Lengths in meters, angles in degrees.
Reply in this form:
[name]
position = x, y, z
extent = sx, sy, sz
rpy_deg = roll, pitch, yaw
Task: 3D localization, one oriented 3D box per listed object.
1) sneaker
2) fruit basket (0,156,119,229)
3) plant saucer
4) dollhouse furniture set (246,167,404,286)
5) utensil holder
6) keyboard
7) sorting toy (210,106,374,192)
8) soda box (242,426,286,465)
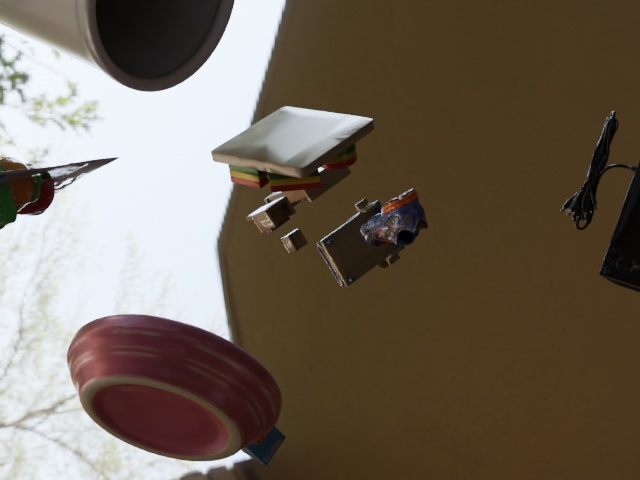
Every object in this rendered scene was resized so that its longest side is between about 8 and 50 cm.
[sneaker]
position = 0.145, -0.023, 1.865
extent = 0.087, 0.083, 0.221
rpy_deg = 61, -20, 8
[fruit basket]
position = -0.621, -0.082, 1.870
extent = 0.327, 0.353, 0.166
rpy_deg = -20, -97, 39
[plant saucer]
position = -0.226, 0.236, 1.408
extent = 0.332, 0.332, 0.084
rpy_deg = -41, -154, 48
[dollhouse furniture set]
position = 0.000, 0.000, 2.306
extent = 0.303, 0.286, 0.198
rpy_deg = 58, -30, -8
[utensil holder]
position = -0.391, -0.469, 1.618
extent = 0.385, 0.327, 0.328
rpy_deg = 26, -63, 30
[keyboard]
position = 0.457, -0.090, 1.298
extent = 0.201, 0.033, 0.317
rpy_deg = 20, -91, 26
[sorting toy]
position = -0.053, -0.187, 2.031
extent = 0.255, 0.257, 0.090
rpy_deg = 14, -54, 36
[soda box]
position = -0.151, 0.320, 1.700
extent = 0.071, 0.067, 0.210
rpy_deg = 18, -27, 44
